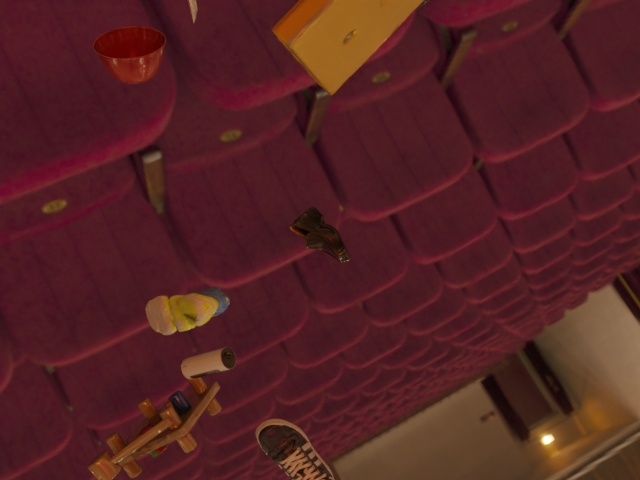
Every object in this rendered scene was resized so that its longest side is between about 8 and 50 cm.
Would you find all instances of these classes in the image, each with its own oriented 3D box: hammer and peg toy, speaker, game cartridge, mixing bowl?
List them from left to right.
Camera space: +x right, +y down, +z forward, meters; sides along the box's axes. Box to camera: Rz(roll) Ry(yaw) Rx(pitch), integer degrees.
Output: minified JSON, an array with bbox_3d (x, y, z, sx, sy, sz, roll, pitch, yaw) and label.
[{"bbox_3d":[-0.483,-0.467,1.837,0.181,0.181,0.098,-23,136,-24],"label":"mixing bowl"},{"bbox_3d":[-0.411,0.495,1.821,0.266,0.127,0.361,-29,-172,18],"label":"hammer and peg toy"},{"bbox_3d":[-0.270,0.296,1.722,0.136,0.055,0.055,-19,172,31],"label":"speaker"},{"bbox_3d":[0.084,-0.391,1.122,0.324,0.052,0.285,-46,169,7],"label":"game cartridge"}]

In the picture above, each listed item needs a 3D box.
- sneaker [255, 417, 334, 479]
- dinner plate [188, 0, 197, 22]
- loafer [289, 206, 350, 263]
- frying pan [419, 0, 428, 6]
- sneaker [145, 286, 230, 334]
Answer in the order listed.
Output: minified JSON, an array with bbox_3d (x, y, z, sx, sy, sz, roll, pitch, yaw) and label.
[{"bbox_3d":[-0.043,0.546,1.680,0.099,0.282,0.153,-37,-154,3],"label":"sneaker"},{"bbox_3d":[-0.294,-0.560,1.597,0.017,0.141,0.141,-13,162,-9],"label":"dinner plate"},{"bbox_3d":[0.000,0.000,1.331,0.061,0.170,0.062,-30,125,-10],"label":"loafer"},{"bbox_3d":[0.131,-0.615,1.480,0.326,0.053,0.197,30,103,-26],"label":"frying pan"},{"bbox_3d":[-0.295,0.158,1.629,0.126,0.091,0.240,-15,-174,-44],"label":"sneaker"}]
